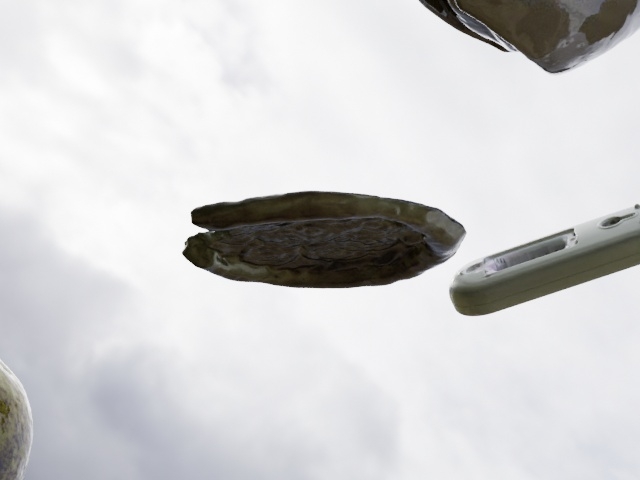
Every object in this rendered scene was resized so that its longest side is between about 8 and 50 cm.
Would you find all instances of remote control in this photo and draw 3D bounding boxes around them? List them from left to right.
[{"bbox_3d":[0.225,0.016,1.411,0.221,0.078,0.042,-20,-72,11],"label":"remote control"}]

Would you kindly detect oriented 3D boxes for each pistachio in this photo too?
[{"bbox_3d":[0.158,-0.192,1.063,0.138,0.238,0.153,21,-61,40],"label":"pistachio"}]

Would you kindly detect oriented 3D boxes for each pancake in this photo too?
[{"bbox_3d":[0.000,0.000,1.124,0.212,0.029,0.235,2,-15,-2],"label":"pancake"}]

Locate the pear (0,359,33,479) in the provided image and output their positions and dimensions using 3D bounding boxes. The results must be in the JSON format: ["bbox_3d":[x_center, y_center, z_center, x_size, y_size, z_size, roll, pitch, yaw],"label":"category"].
[{"bbox_3d":[-0.326,0.159,1.203,0.197,0.197,0.197,29,-33,21],"label":"pear"}]
